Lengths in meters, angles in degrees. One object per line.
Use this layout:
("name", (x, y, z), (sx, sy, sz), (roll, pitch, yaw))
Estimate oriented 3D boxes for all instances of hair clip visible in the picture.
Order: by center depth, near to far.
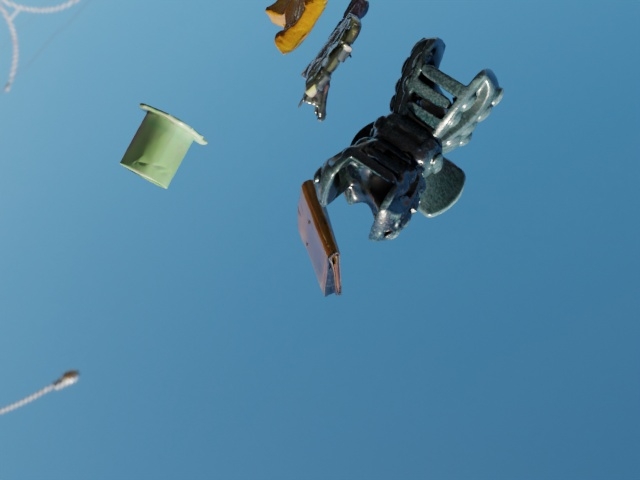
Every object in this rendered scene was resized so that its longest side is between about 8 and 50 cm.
("hair clip", (0.126, -0.142, 1.283), (0.194, 0.206, 0.310), (37, -99, 15))
("hair clip", (0.015, -0.269, 1.304), (0.146, 0.056, 0.187), (-89, -157, -59))

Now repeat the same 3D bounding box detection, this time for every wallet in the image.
("wallet", (0.003, -0.002, 1.548), (0.042, 0.195, 0.160), (-17, -116, -11))

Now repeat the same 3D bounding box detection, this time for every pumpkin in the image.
("pumpkin", (-0.028, -0.587, 1.972), (0.290, 0.095, 0.258), (-60, -153, 22))

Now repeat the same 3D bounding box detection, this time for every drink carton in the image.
("drink carton", (-0.355, -0.200, 1.886), (0.146, 0.144, 0.142), (26, -96, 22))
